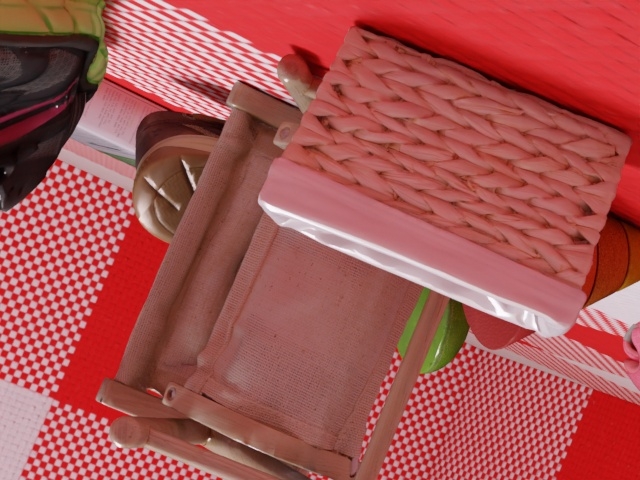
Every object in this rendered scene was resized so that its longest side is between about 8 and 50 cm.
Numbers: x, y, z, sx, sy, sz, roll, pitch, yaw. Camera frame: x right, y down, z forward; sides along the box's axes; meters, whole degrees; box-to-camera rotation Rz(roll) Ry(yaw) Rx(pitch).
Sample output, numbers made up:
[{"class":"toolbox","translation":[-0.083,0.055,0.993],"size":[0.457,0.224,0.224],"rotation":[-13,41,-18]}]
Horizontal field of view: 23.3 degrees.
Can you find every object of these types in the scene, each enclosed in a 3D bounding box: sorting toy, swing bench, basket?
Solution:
[{"class":"sorting toy","translation":[0.132,0.030,1.127],"size":[0.126,0.127,0.365],"rotation":[0,170,-16]},{"class":"swing bench","translation":[-0.020,0.032,1.024],"size":[0.165,0.253,0.255],"rotation":[24,177,-9]},{"class":"basket","translation":[0.066,-0.029,0.794],"size":[0.167,0.103,0.113],"rotation":[22,176,5]}]

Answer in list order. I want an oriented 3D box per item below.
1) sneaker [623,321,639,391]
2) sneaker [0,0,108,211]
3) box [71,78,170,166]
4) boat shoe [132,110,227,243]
[{"class":"sneaker","translation":[0.339,0.116,1.394],"size":[0.136,0.116,0.314],"rotation":[33,173,18]},{"class":"sneaker","translation":[-0.246,-0.092,1.027],"size":[0.185,0.202,0.483],"rotation":[22,177,4]},{"class":"box","translation":[-0.265,-0.145,1.564],"size":[0.322,0.058,0.232],"rotation":[26,175,-28]},{"class":"boat shoe","translation":[0.002,-0.030,1.306],"size":[0.342,0.123,0.123],"rotation":[15,-150,-21]}]
